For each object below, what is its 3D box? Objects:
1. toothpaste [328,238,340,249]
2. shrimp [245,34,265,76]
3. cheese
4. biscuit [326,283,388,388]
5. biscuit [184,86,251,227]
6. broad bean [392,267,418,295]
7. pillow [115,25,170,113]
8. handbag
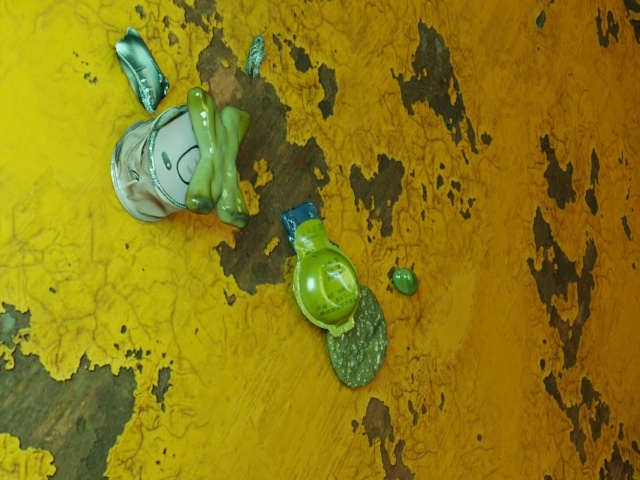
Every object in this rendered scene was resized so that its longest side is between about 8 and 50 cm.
[{"bbox_3d":[0.000,0.000,2.210,0.140,0.021,0.037,32,64,-41],"label":"toothpaste"},{"bbox_3d":[-0.123,-0.350,2.099,0.038,0.029,0.092,46,55,-50],"label":"shrimp"},{"bbox_3d":[0.002,0.056,2.156,0.177,0.069,0.270,-26,98,-41],"label":"cheese"},{"bbox_3d":[0.078,0.200,2.273,0.219,0.033,0.220,8,80,-52],"label":"biscuit"},{"bbox_3d":[-0.170,-0.134,1.791,0.164,0.047,0.208,23,63,-59],"label":"biscuit"},{"bbox_3d":[0.193,0.092,2.436,0.083,0.045,0.063,33,47,-55],"label":"broad bean"},{"bbox_3d":[-0.300,-0.285,1.830,0.091,0.055,0.136,-50,122,-36],"label":"pillow"},{"bbox_3d":[-0.250,-0.128,1.819,0.205,0.116,0.179,-50,123,-45],"label":"handbag"}]
